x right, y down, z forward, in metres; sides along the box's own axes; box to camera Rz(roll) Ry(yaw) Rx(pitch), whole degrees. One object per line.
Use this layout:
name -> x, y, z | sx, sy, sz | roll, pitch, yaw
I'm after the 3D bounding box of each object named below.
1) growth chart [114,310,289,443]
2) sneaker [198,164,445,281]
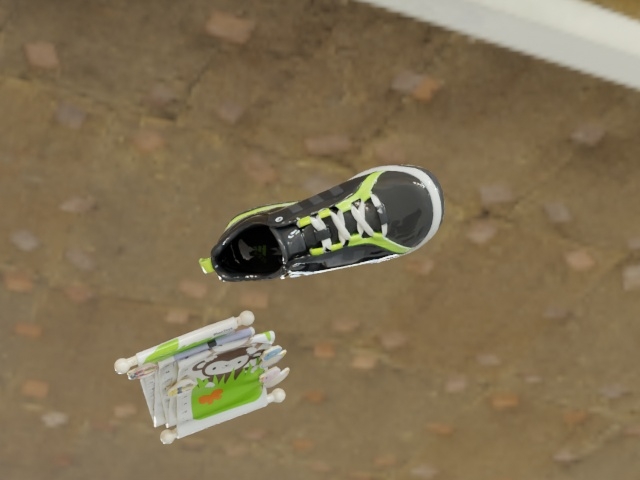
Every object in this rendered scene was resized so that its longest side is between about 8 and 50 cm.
growth chart -> -0.116, 0.146, 1.562 | 0.172, 0.021, 0.237 | -23, -29, -7
sneaker -> 0.000, 0.000, 1.310 | 0.235, 0.097, 0.084 | -17, -79, 28
